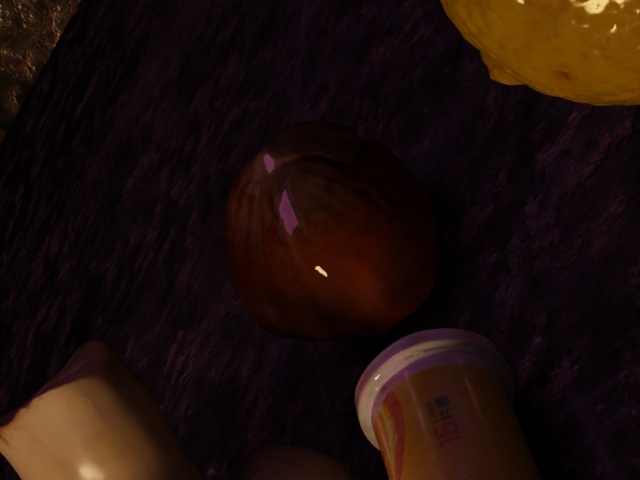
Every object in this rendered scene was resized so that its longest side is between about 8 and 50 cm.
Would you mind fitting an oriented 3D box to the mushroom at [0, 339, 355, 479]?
[{"bbox_3d":[-0.118,0.222,1.028,0.292,0.290,0.292,-41,-1,-1],"label":"mushroom"}]

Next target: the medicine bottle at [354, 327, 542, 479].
[{"bbox_3d":[0.109,0.220,0.829,0.108,0.108,0.426,-54,27,25],"label":"medicine bottle"}]

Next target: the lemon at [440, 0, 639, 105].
[{"bbox_3d":[0.187,-0.211,0.884,0.267,0.267,0.267,-45,33,39],"label":"lemon"}]

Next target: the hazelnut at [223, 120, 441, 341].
[{"bbox_3d":[0.000,0.000,1.162,0.182,0.182,0.182,-45,33,39],"label":"hazelnut"}]
